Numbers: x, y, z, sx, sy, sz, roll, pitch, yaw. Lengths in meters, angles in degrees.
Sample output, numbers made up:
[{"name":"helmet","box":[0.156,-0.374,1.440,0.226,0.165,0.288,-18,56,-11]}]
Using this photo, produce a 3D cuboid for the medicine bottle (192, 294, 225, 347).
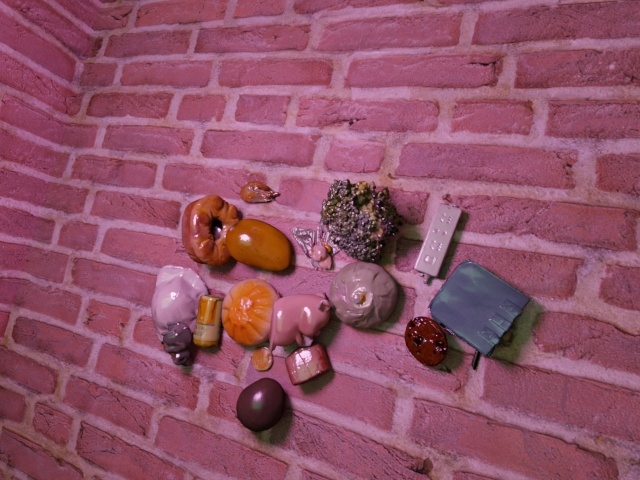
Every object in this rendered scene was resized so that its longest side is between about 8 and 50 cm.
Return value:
[{"name":"medicine bottle","box":[-0.512,0.372,1.947,0.124,0.124,0.239,6,83,23]}]

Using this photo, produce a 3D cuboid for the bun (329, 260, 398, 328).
[{"name":"bun","box":[0.154,0.211,1.681,0.283,0.179,0.283,-6,76,24]}]

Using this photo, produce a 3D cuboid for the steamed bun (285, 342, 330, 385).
[{"name":"steamed bun","box":[-0.053,0.505,1.749,0.175,0.106,0.145,-24,65,2]}]

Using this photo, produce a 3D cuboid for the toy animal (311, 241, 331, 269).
[{"name":"toy animal","box":[-0.004,0.068,1.818,0.091,0.082,0.114,-10,78,20]}]

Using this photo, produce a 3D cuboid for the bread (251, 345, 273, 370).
[{"name":"bread","box":[-0.257,0.517,1.868,0.110,0.024,0.110,-5,76,22]}]

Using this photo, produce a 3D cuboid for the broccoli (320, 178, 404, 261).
[{"name":"broccoli","box":[0.156,-0.089,1.679,0.334,0.324,0.272,32,77,17]}]

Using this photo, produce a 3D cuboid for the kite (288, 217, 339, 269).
[{"name":"kite","box":[0.000,0.000,1.879,0.323,0.013,0.268,4,82,21]}]

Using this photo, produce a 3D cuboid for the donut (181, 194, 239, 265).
[{"name":"donut","box":[-0.500,-0.046,1.949,0.150,0.299,0.317,-1,54,35]}]

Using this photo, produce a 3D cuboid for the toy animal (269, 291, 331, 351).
[{"name":"toy animal","box":[-0.085,0.325,1.720,0.256,0.195,0.213,-5,95,-9]}]

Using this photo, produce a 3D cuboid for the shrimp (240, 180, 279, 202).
[{"name":"shrimp","box":[-0.293,-0.234,2.028,0.217,0.051,0.115,5,79,25]}]

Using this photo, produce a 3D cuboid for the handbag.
[{"name":"handbag","box":[0.563,0.244,1.540,0.274,0.100,0.269,33,81,27]}]

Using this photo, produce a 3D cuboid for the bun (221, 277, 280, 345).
[{"name":"bun","box":[-0.314,0.307,1.860,0.299,0.165,0.299,-4,78,20]}]

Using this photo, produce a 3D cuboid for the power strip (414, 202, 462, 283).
[{"name":"power strip","box":[0.458,0.009,1.665,0.098,0.058,0.338,20,88,24]}]

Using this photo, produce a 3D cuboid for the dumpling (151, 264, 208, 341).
[{"name":"dumpling","box":[-0.660,0.305,2.003,0.260,0.181,0.341,0,66,-1]}]

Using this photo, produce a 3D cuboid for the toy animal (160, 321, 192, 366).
[{"name":"toy animal","box":[-0.635,0.494,1.925,0.127,0.125,0.251,9,120,34]}]

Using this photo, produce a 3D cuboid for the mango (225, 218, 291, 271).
[{"name":"mango","box":[-0.268,0.023,1.890,0.317,0.173,0.211,25,75,7]}]

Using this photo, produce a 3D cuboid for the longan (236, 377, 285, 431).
[{"name":"longan","box":[-0.241,0.672,1.739,0.220,0.196,0.196,-36,68,10]}]

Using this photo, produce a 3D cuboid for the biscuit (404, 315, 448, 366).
[{"name":"biscuit","box":[0.389,0.376,1.578,0.192,0.049,0.192,21,119,44]}]

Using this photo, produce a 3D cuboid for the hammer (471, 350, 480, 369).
[{"name":"hammer","box":[0.579,0.386,1.560,0.065,0.021,0.178,15,88,24]}]
